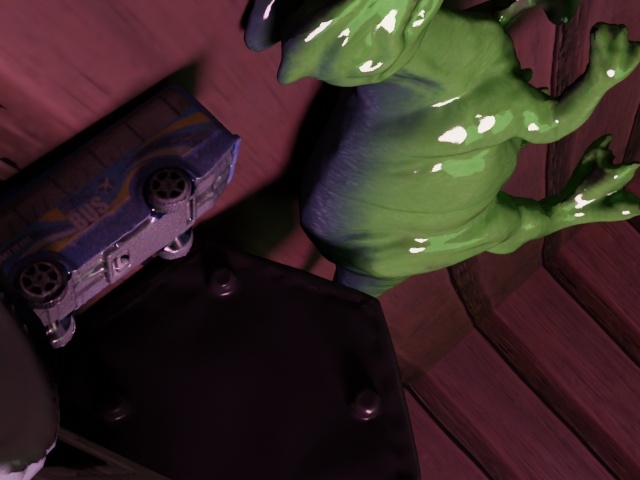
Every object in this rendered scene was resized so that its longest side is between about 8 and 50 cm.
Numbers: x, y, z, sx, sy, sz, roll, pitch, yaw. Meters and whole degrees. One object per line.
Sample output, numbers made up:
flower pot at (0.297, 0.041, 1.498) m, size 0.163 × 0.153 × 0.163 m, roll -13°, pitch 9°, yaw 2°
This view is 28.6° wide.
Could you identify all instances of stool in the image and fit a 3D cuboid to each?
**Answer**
stool at (-0.055, 0.124, 0.764) m, size 0.232 × 0.232 × 0.141 m, roll -39°, pitch 166°, yaw -17°

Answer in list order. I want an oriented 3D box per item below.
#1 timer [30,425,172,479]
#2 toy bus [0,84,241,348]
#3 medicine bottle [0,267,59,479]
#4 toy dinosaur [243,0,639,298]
timer at (-0.149, 0.114, 0.556) m, size 0.253 × 0.178 × 0.078 m, roll 50°, pitch 63°, yaw -77°
toy bus at (-0.103, -0.005, 0.550) m, size 0.153 × 0.061 × 0.051 m, roll -38°, pitch 165°, yaw -24°
medicine bottle at (-0.230, 0.118, 0.362) m, size 0.318 × 0.158 × 0.158 m, roll -46°, pitch 166°, yaw 9°
toy dinosaur at (0.000, 0.000, 0.781) m, size 0.374 × 0.144 × 0.500 m, roll -2°, pitch 146°, yaw -51°
